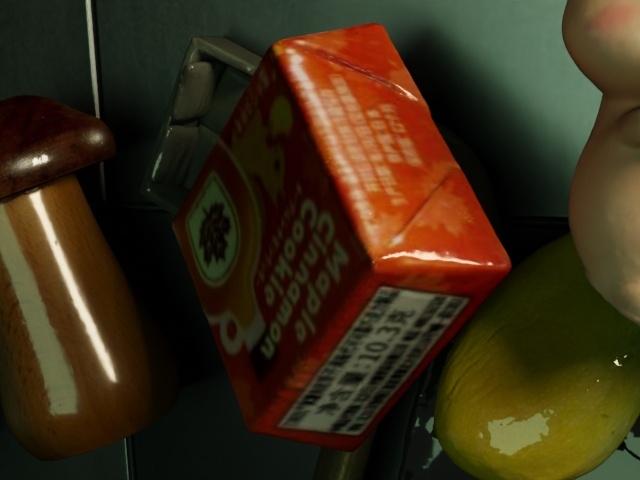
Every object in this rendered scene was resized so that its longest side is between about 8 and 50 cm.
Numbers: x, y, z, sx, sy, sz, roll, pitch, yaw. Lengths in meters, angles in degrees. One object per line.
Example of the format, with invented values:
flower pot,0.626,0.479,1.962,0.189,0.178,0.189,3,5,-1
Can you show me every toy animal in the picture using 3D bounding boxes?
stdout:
toy animal,0.234,-0.094,0.835,0.195,0.213,0.256,1,106,9

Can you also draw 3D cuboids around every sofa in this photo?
sofa,-0.087,-0.085,1.098,0.085,0.060,0.147,31,113,19

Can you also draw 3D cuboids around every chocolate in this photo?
chocolate,0.000,0.000,0.972,0.237,0.108,0.234,-53,49,40

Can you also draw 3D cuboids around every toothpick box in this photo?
toothpick box,-0.232,0.025,1.134,0.192,0.192,0.294,-17,99,30

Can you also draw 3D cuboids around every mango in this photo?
mango,0.175,0.069,0.940,0.137,0.091,0.237,31,77,24

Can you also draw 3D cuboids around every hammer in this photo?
hammer,0.034,0.117,1.055,0.168,0.044,0.439,41,123,49

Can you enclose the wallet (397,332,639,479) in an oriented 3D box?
wallet,0.242,0.189,0.986,0.378,0.051,0.197,18,106,22
